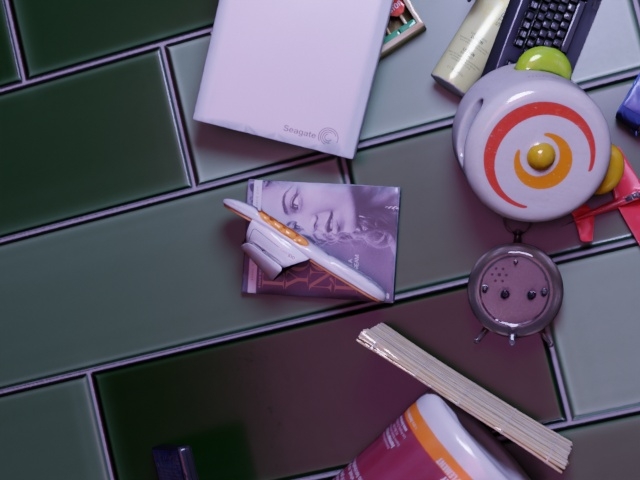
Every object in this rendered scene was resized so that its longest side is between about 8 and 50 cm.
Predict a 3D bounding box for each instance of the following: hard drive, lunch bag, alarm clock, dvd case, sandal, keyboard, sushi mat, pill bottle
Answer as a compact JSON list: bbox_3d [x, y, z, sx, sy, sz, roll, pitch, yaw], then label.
[{"bbox_3d":[-0.024,-0.310,1.645,0.233,0.047,0.353,14,100,3],"label":"hard drive"},{"bbox_3d":[0.441,-0.184,1.596,0.065,0.067,0.098,30,95,11],"label":"lunch bag"},{"bbox_3d":[0.266,0.048,1.631,0.129,0.064,0.192,1,86,11],"label":"alarm clock"},{"bbox_3d":[-0.178,0.407,1.656,0.022,0.180,0.253,-12,85,-21],"label":"dvd case"},{"bbox_3d":[-0.036,0.031,1.649,0.265,0.102,0.076,32,92,8],"label":"sandal"},{"bbox_3d":[0.000,0.000,1.704,0.221,0.018,0.164,3,90,11],"label":"dvd case"},{"bbox_3d":[0.294,-0.357,1.609,0.201,0.033,0.317,20,92,-16],"label":"keyboard"},{"bbox_3d":[0.197,0.204,1.592,0.316,0.151,0.019,32,98,10],"label":"sushi mat"},{"bbox_3d":[0.083,0.403,1.572,0.392,0.224,0.224,-45,81,7],"label":"pill bottle"}]

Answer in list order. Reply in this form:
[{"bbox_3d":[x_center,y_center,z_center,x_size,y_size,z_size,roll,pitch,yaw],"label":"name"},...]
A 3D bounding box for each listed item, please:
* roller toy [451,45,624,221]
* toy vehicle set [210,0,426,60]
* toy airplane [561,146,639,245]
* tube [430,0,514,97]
[{"bbox_3d":[0.275,-0.124,1.561,0.191,0.146,0.209,-30,110,8],"label":"roller toy"},{"bbox_3d":[-0.004,-0.299,1.703,0.267,0.035,0.166,-33,83,9],"label":"toy vehicle set"},{"bbox_3d":[0.397,-0.050,1.622,0.151,0.028,0.151,-1,87,12],"label":"toy airplane"},{"bbox_3d":[0.241,-0.311,1.647,0.070,0.062,0.240,34,90,-35],"label":"tube"}]
